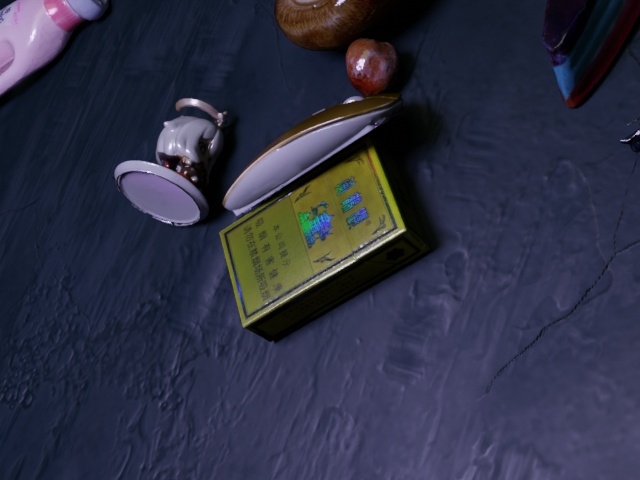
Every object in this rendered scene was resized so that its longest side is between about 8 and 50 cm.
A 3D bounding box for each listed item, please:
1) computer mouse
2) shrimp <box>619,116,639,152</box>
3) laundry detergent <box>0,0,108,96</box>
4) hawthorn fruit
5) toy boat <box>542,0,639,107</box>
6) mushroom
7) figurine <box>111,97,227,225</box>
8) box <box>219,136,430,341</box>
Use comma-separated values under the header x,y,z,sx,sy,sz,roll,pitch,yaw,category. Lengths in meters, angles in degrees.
x,y,z,sx,sy,sz,roll,pitch,yaw,category
-0.015,-0.108,1.084,0.245,0.126,0.056,-29,96,30,computer mouse
0.416,-0.112,0.842,0.262,0.051,0.198,-30,54,15,shrimp
-0.497,-0.326,1.548,0.335,0.088,0.159,-27,59,21,laundry detergent
0.057,-0.189,1.119,0.067,0.067,0.103,8,79,37,hawthorn fruit
0.308,-0.331,1.015,0.136,0.079,0.392,7,69,38,toy boat
0.040,-0.336,1.163,0.194,0.138,0.231,29,95,33,mushroom
-0.181,-0.114,1.217,0.132,0.132,0.153,0,55,34,figurine
0.000,0.000,1.061,0.220,0.064,0.141,-33,51,19,box
